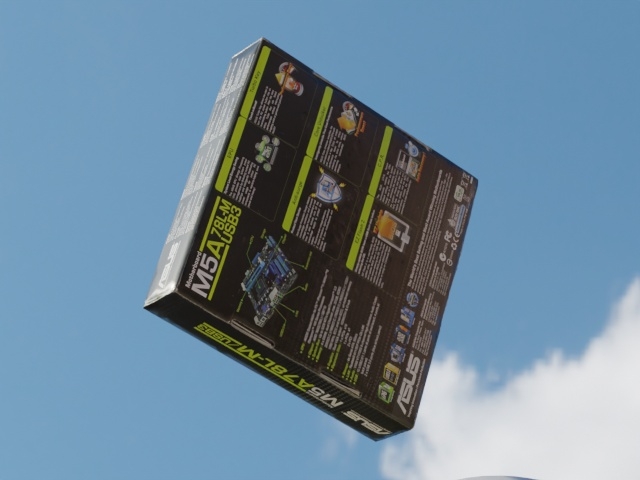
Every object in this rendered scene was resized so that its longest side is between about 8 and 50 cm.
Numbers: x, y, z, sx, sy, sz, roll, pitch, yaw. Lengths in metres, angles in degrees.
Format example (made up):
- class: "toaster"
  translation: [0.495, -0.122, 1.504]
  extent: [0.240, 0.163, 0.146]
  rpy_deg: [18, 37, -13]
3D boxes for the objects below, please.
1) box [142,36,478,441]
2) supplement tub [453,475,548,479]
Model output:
- class: "box"
  translation: [0.000, 0.000, 1.207]
  extent: [0.184, 0.191, 0.045]
  rpy_deg: [30, -32, -22]
- class: "supplement tub"
  translation: [0.120, 0.256, 1.166]
  extent: [0.228, 0.228, 0.316]
  rpy_deg: [-2, -8, 11]
